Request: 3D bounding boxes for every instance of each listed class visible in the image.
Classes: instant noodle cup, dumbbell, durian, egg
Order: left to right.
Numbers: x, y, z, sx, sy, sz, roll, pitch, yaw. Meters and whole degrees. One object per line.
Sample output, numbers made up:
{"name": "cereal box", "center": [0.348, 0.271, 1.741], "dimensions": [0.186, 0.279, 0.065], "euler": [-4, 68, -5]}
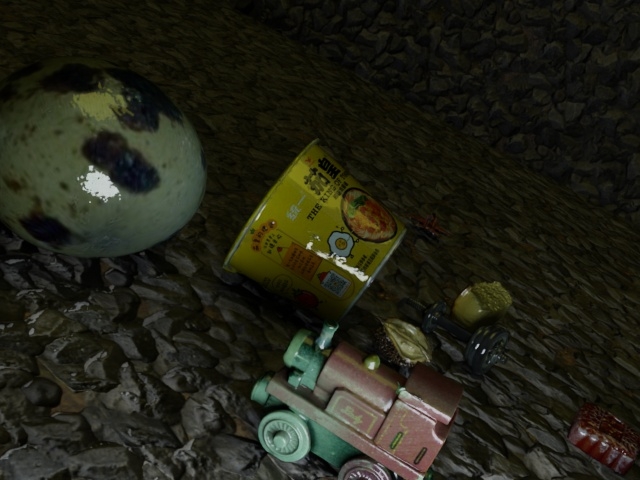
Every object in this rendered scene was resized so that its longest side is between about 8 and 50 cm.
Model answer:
{"name": "egg", "center": [-0.389, -0.135, 1.465], "dimensions": [0.428, 0.345, 0.345], "euler": [24, 18, -44]}
{"name": "instant noodle cup", "center": [0.000, 0.000, 1.648], "dimensions": [0.254, 0.325, 0.325], "euler": [36, 23, 2]}
{"name": "durian", "center": [0.147, 0.202, 1.631], "dimensions": [0.140, 0.071, 0.110], "euler": [38, 27, -6]}
{"name": "dumbbell", "center": [0.287, 0.189, 1.775], "dimensions": [0.254, 0.110, 0.110], "euler": [32, 23, 29]}

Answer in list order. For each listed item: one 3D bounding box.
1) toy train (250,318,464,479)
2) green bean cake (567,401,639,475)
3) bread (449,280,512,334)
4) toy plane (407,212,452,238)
{"name": "toy train", "center": [0.048, 0.250, 1.236], "dimensions": [0.304, 0.221, 0.150], "euler": [29, 25, 10]}
{"name": "green bean cake", "center": [0.571, 0.392, 1.678], "dimensions": [0.136, 0.056, 0.135], "euler": [32, 22, 16]}
{"name": "bread", "center": [0.349, 0.155, 1.878], "dimensions": [0.156, 0.125, 0.086], "euler": [-5, 46, -48]}
{"name": "toy plane", "center": [0.309, -0.047, 2.362], "dimensions": [0.135, 0.062, 0.188], "euler": [27, 9, 3]}
